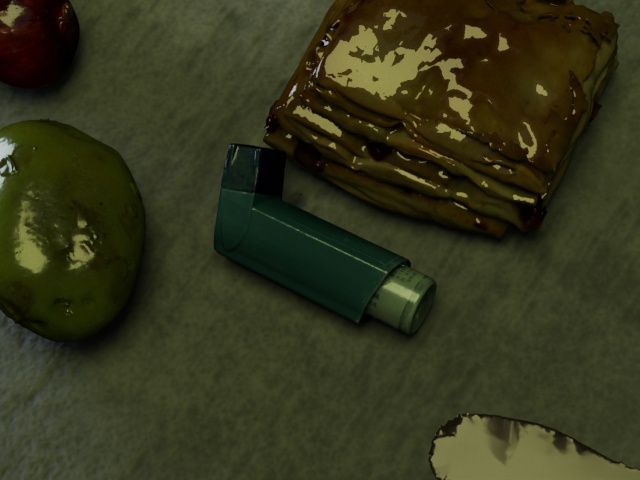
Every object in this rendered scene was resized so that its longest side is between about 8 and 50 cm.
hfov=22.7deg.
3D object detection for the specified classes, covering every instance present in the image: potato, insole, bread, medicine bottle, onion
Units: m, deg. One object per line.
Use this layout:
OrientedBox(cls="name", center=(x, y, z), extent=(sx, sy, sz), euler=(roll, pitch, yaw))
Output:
OrientedBox(cls="potato", center=(-0.273, -0.017, 1.643), extent=(0.186, 0.148, 0.253), euler=(-25, 64, -3))
OrientedBox(cls="insole", center=(0.259, 0.246, 1.523), extent=(0.327, 0.007, 0.111), euler=(16, 68, 15))
OrientedBox(cls="bread", center=(0.122, -0.172, 1.657), extent=(0.324, 0.167, 0.277), euler=(21, 68, 18))
OrientedBox(cls="medicine bottle", center=(0.000, 0.000, 1.629), extent=(0.258, 0.079, 0.124), euler=(29, 99, 17))
OrientedBox(cls="onion", center=(-0.328, -0.236, 1.771), extent=(0.131, 0.131, 0.131), euler=(-3, 64, 6))
